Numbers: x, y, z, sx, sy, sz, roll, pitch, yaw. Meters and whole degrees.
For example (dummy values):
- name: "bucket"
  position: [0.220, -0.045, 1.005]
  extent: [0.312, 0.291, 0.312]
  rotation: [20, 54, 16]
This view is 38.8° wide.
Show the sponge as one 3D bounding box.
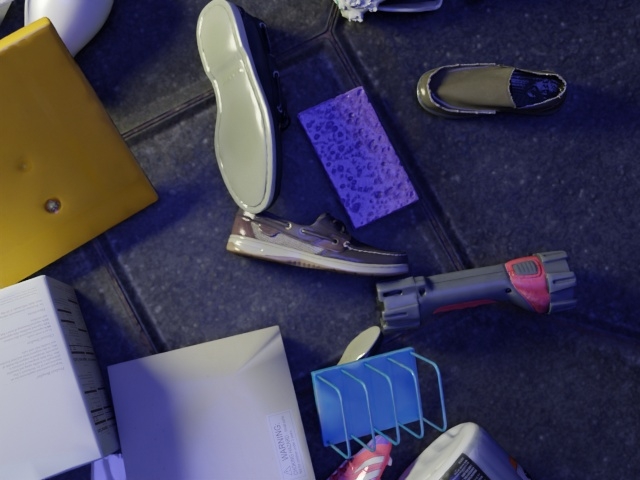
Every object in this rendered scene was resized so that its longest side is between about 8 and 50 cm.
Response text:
- name: "sponge"
  position: [0.060, -0.132, 1.463]
  extent: [0.117, 0.031, 0.210]
  rotation: [-26, 86, -7]

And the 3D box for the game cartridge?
- name: "game cartridge"
  position: [-0.434, -0.118, 1.321]
  extent: [0.285, 0.052, 0.323]
  rotation: [-31, 124, -7]

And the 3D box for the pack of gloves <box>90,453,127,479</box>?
- name: "pack of gloves"
  position: [-0.261, 0.445, 1.371]
  extent: [0.195, 0.046, 0.232]
  rotation: [4, 84, -5]

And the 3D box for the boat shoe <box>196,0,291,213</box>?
- name: "boat shoe"
  position: [-0.102, -0.208, 1.421]
  extent: [0.127, 0.113, 0.339]
  rotation: [-27, 74, 38]

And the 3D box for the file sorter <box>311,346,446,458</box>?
- name: "file sorter"
  position: [0.091, 0.245, 1.360]
  extent: [0.170, 0.104, 0.118]
  rotation: [-12, 101, -20]

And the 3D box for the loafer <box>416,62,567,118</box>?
- name: "loafer"
  position: [0.282, -0.250, 1.463]
  extent: [0.251, 0.087, 0.094]
  rotation: [-3, 84, -5]

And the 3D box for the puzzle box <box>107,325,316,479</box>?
- name: "puzzle box"
  position: [-0.146, 0.353, 1.341]
  extent: [0.272, 0.052, 0.408]
  rotation: [-12, 73, -5]

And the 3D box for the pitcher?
- name: "pitcher"
  position: [-0.416, -0.354, 1.384]
  extent: [0.178, 0.126, 0.207]
  rotation: [26, 85, -45]

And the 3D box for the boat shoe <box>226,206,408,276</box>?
- name: "boat shoe"
  position: [0.000, 0.000, 1.411]
  extent: [0.285, 0.103, 0.092]
  rotation: [8, 88, 2]

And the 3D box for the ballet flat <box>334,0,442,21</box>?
- name: "ballet flat"
  position: [0.204, -0.451, 1.475]
  extent: [0.409, 0.147, 0.146]
  rotation: [-15, 86, -3]

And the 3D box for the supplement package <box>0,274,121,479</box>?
- name: "supplement package"
  position: [-0.428, 0.212, 1.302]
  extent: [0.199, 0.198, 0.262]
  rotation: [-19, 84, -6]

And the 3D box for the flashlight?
- name: "flashlight"
  position: [0.242, 0.086, 1.427]
  extent: [0.304, 0.103, 0.103]
  rotation: [-11, 90, -1]

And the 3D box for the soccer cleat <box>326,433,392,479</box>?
- name: "soccer cleat"
  position: [0.023, 0.395, 1.384]
  extent: [0.095, 0.083, 0.248]
  rotation: [31, 85, 4]

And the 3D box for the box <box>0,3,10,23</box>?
- name: "box"
  position: [-0.574, -0.408, 1.385]
  extent: [0.130, 0.091, 0.170]
  rotation: [-27, 85, -39]

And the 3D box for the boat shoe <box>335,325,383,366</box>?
- name: "boat shoe"
  position: [0.058, 0.194, 1.425]
  extent: [0.042, 0.049, 0.133]
  rotation: [43, 75, -27]

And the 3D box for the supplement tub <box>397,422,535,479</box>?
- name: "supplement tub"
  position: [0.268, 0.441, 1.339]
  extent: [0.193, 0.193, 0.316]
  rotation: [-44, 89, -7]
